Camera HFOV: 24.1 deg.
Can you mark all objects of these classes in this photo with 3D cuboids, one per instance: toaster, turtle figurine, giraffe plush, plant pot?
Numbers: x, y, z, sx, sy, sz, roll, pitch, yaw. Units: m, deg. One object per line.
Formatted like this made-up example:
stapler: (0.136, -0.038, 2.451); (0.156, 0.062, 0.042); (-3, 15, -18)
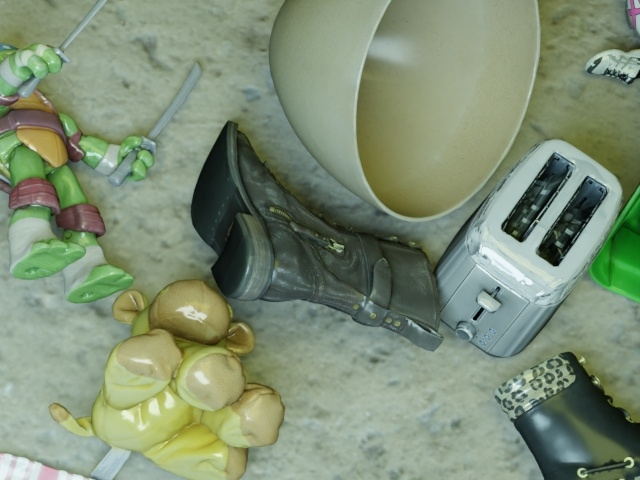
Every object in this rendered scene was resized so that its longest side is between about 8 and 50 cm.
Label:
toaster: (0.211, -0.001, 1.491); (0.129, 0.146, 0.227); (37, 63, 5)
turtle figurine: (-0.220, -0.096, 1.407); (0.275, 0.198, 0.266); (-8, 66, -12)
giraffe plush: (-0.127, 0.112, 1.360); (0.181, 0.210, 0.170); (41, 41, -24)
plant pot: (0.059, -0.180, 1.499); (0.191, 0.284, 0.284); (22, 56, 38)

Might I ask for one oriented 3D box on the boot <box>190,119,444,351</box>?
boot: (0.000, 0.000, 1.475); (0.229, 0.091, 0.263); (13, 38, -26)

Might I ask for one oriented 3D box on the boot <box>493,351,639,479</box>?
boot: (0.300, 0.180, 1.463); (0.236, 0.085, 0.178); (-21, 69, -23)

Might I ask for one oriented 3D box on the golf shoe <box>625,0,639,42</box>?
golf shoe: (0.381, -0.286, 1.699); (0.067, 0.086, 0.186); (-20, 73, -23)

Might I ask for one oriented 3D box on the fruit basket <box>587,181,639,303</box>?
fruit basket: (0.469, 0.038, 1.453); (0.392, 0.283, 0.392); (11, 49, -13)

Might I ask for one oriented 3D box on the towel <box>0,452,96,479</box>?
towel: (-0.279, 0.258, 1.321); (0.197, 0.029, 0.144); (18, 63, -4)

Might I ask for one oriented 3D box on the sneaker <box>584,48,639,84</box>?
sneaker: (0.337, -0.192, 1.674); (0.083, 0.032, 0.037); (-8, 67, -16)
